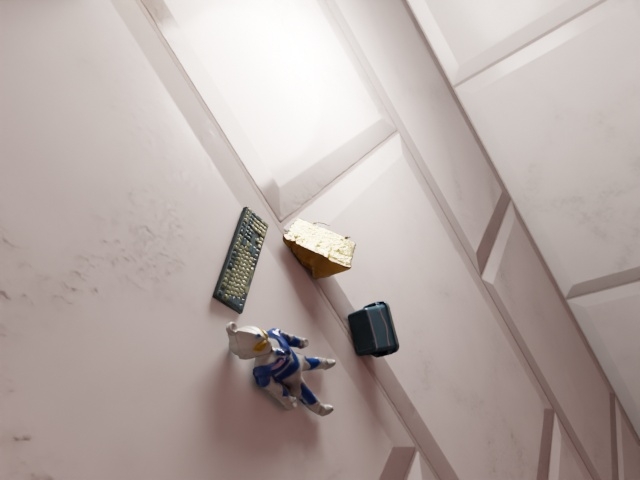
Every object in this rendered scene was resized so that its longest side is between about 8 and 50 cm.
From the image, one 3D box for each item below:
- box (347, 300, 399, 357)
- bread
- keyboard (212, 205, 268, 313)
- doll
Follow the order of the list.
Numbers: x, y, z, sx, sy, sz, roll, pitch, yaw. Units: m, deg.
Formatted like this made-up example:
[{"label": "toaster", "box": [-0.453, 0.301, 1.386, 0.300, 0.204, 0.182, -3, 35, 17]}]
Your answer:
[{"label": "box", "box": [0.093, 0.166, 0.920, 0.054, 0.074, 0.099, -1, 71, -37]}, {"label": "bread", "box": [0.000, 0.000, 0.885, 0.109, 0.080, 0.084, 51, 36, -22]}, {"label": "keyboard", "box": [-0.120, 0.026, 0.777, 0.055, 0.014, 0.176, 43, 42, -33]}, {"label": "doll", "box": [-0.055, 0.182, 0.733, 0.227, 0.057, 0.114, 38, 48, -36]}]
